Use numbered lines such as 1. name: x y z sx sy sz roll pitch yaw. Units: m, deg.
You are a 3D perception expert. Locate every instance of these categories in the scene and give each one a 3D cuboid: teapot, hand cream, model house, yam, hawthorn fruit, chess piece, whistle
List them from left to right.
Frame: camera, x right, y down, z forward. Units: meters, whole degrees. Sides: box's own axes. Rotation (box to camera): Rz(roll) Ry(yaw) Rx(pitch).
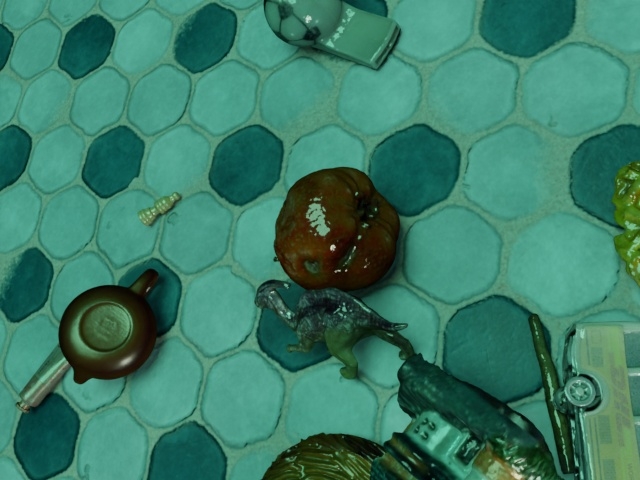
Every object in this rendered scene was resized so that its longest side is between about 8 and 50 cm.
1. hand cream: -0.533 0.253 1.532 0.067 0.043 0.210 33 84 32
2. teapot: -0.389 0.160 1.449 0.178 0.135 0.252 34 68 -1
3. chess piece: -0.323 -0.068 1.543 0.092 0.035 0.035 -34 60 8
4. whistle: -0.006 -0.432 1.436 0.289 0.163 0.164 27 86 32
5. hawthorn fruit: 0.000 0.000 1.266 0.243 0.207 0.208 -30 59 39
6. model house: 0.146 0.335 1.020 0.291 0.184 0.253 -50 42 -7
7. yam: 0.332 0.217 1.103 0.029 0.027 0.234 -4 66 -8

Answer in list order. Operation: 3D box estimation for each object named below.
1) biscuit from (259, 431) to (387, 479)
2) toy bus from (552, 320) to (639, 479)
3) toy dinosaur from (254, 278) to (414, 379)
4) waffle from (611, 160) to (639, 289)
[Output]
1. biscuit: 0.020 0.457 1.172 0.317 0.040 0.318 -9 69 25
2. toy bus: 0.389 0.280 1.006 0.138 0.097 0.343 -3 69 4
3. toy dinosaur: 0.019 0.138 1.213 0.294 0.162 0.077 0 41 27
4. waffle: 0.572 -0.030 1.047 0.324 0.068 0.302 -14 67 21
